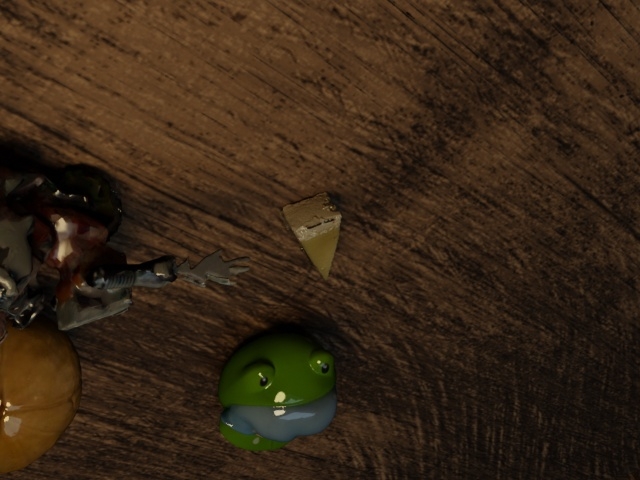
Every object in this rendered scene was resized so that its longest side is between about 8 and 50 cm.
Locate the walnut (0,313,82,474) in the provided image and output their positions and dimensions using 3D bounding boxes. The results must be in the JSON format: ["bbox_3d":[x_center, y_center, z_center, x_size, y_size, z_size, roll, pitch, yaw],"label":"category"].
[{"bbox_3d":[-0.347,0.146,1.237,0.193,0.225,0.193,-2,99,-10],"label":"walnut"}]

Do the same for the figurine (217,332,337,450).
[{"bbox_3d":[-0.064,0.214,1.573,0.162,0.143,0.263,-5,155,-17],"label":"figurine"}]

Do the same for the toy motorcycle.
[{"bbox_3d":[-0.263,0.021,1.152,0.401,0.207,0.134,4,158,-39],"label":"toy motorcycle"}]

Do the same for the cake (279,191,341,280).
[{"bbox_3d":[0.000,0.000,1.420,0.065,0.052,0.121,-28,143,-5],"label":"cake"}]
